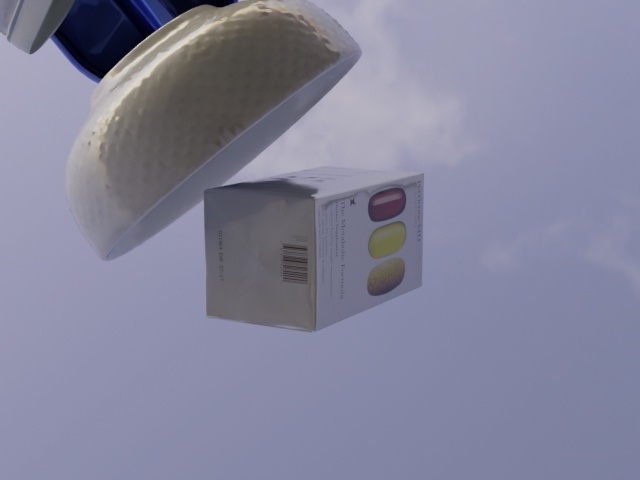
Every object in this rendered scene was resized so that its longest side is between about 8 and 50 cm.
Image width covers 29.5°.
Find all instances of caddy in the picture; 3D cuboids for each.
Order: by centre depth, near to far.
[{"bbox_3d":[-0.260,-0.342,1.525,0.241,0.179,0.341,-42,-79,-5],"label":"caddy"}]

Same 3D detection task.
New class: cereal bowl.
[{"bbox_3d":[-0.128,-0.135,1.232,0.339,0.339,0.141,-40,-88,-20],"label":"cereal bowl"}]

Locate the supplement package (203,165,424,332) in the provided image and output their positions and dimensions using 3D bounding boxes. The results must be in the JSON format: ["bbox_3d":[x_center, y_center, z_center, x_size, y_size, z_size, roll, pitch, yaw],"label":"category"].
[{"bbox_3d":[0.000,0.000,1.295,0.134,0.244,0.139,6,-77,30],"label":"supplement package"}]

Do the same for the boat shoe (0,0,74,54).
[{"bbox_3d":[-0.202,-0.231,0.868,0.081,0.227,0.079,33,-136,-4],"label":"boat shoe"}]
